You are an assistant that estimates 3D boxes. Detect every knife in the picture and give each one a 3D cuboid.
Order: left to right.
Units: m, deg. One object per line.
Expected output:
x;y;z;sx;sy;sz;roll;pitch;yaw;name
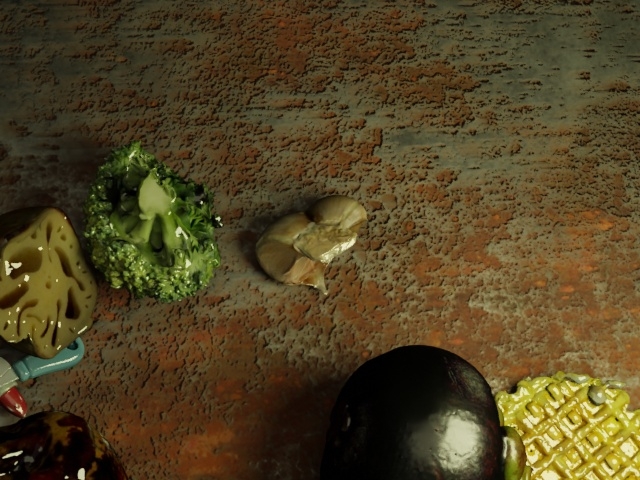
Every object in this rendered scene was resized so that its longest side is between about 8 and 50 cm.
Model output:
-0.432;0.179;1.438;0.244;0.032;0.058;-20;75;-35;knife

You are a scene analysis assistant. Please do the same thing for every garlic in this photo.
-0.006;-0.001;1.579;0.174;0.099;0.124;-33;60;-21;garlic

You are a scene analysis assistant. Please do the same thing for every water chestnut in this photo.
-0.368;0.348;1.319;0.289;0.244;0.289;3;74;-9;water chestnut

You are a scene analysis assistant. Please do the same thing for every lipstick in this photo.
-0.467;0.174;1.465;0.186;0.057;0.063;49;44;3;lipstick

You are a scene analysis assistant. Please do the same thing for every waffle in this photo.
0.357;0.322;1.538;0.280;0.060;0.262;10;73;-4;waffle

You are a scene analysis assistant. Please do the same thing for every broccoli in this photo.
-0.238;-0.030;1.506;0.197;0.176;0.226;2;92;-20;broccoli

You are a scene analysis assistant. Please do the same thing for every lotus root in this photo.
-0.431;0.060;1.440;0.180;0.188;0.199;1;28;27;lotus root

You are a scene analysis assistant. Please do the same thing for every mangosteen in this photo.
0.155;0.286;1.421;0.302;0.275;0.275;21;69;-18;mangosteen
